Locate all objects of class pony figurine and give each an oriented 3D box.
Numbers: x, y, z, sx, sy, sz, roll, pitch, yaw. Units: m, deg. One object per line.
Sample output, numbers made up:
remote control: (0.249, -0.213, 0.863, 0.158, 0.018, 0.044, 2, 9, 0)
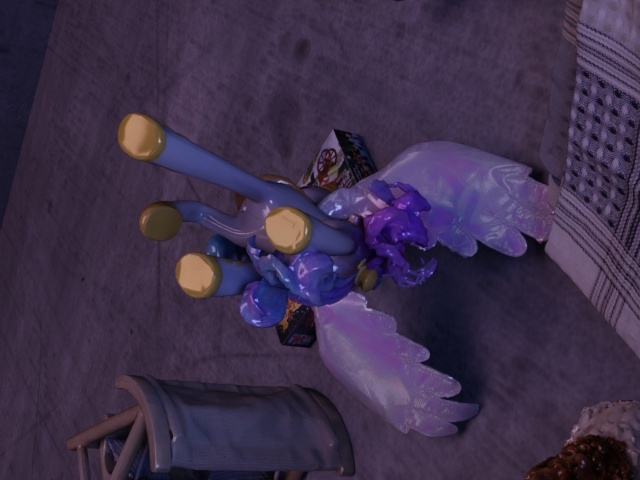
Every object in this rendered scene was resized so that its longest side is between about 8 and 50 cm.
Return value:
pony figurine: (0.013, 0.005, 1.053, 0.351, 0.363, 0.303, 32, 103, 28)

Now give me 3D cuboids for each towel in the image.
towel: (0.252, -0.033, 0.793, 0.312, 0.056, 0.324, 84, 164, -46)

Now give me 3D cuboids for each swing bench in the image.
swing bench: (-0.140, 0.259, 1.294, 0.255, 0.253, 0.165, -50, 43, 39)

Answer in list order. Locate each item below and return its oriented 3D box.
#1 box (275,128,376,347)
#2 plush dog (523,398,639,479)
box: (0.000, 0.000, 1.338, 0.233, 0.044, 0.159, -55, 40, 34)
plush dog: (0.224, 0.231, 0.794, 0.210, 0.262, 0.226, 2, 94, 25)
